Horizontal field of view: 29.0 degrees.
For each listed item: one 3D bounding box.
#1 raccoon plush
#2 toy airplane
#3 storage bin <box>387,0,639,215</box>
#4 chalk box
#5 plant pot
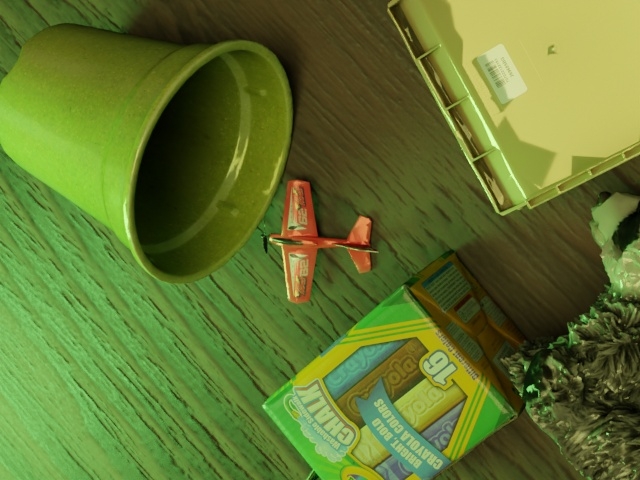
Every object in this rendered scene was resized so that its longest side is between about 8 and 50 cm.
[{"bbox_3d":[0.403,0.144,1.218,0.299,0.216,0.446,-43,90,14],"label":"raccoon plush"},{"bbox_3d":[0.000,0.000,1.434,0.151,0.028,0.151,6,106,21],"label":"toy airplane"},{"bbox_3d":[0.244,-0.195,1.237,0.260,0.123,0.262,-28,92,26],"label":"storage bin"},{"bbox_3d":[0.074,0.177,1.365,0.289,0.180,0.179,-41,86,24],"label":"chalk box"},{"bbox_3d":[-0.212,-0.125,1.384,0.254,0.276,0.276,24,111,28],"label":"plant pot"}]
